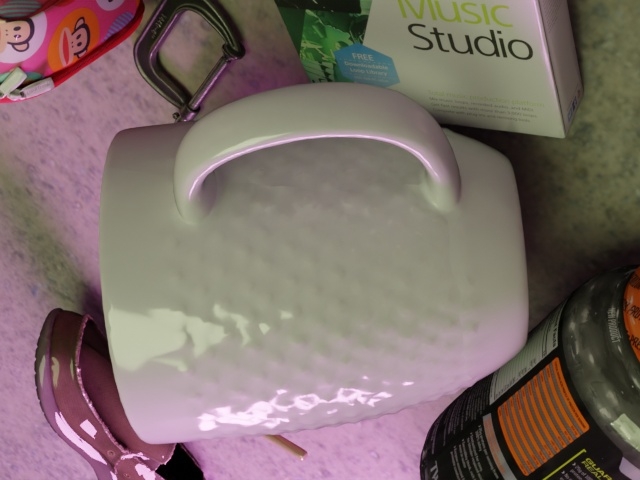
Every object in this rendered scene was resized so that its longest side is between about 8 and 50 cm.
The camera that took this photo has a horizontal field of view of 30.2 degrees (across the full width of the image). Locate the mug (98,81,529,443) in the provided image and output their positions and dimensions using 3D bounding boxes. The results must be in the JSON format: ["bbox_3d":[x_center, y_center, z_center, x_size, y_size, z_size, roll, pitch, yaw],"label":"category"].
[{"bbox_3d":[0.000,0.000,0.979,0.328,0.276,0.374,-5,149,3],"label":"mug"}]

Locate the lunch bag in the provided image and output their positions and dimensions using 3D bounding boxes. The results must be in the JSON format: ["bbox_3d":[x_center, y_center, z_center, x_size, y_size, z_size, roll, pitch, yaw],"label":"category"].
[{"bbox_3d":[-0.329,-0.239,1.067,0.293,0.258,0.120,23,133,16],"label":"lunch bag"}]

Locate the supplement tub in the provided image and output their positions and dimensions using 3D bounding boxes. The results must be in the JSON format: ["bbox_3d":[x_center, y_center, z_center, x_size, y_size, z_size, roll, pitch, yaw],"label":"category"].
[{"bbox_3d":[0.250,0.160,1.042,0.207,0.207,0.338,39,136,1],"label":"supplement tub"}]

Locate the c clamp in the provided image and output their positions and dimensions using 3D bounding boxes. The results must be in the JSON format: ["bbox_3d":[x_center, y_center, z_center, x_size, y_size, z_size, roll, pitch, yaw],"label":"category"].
[{"bbox_3d":[-0.121,-0.169,1.160,0.137,0.022,0.160,42,137,5],"label":"c clamp"}]

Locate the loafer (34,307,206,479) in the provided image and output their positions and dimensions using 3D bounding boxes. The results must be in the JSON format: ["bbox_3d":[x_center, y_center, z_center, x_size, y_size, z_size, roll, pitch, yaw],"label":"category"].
[{"bbox_3d":[-0.236,0.219,1.483,0.130,0.133,0.366,-12,129,13],"label":"loafer"}]

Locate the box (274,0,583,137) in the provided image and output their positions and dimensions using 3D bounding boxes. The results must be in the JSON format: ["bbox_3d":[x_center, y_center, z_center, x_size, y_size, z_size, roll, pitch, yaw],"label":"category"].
[{"bbox_3d":[0.064,-0.210,0.904,0.232,0.058,0.322,10,148,27],"label":"box"}]

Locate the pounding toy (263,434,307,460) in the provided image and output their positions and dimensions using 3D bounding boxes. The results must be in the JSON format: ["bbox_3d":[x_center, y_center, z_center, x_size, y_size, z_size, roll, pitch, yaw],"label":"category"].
[{"bbox_3d":[-0.050,0.151,1.320,0.181,0.094,0.206,49,144,-16],"label":"pounding toy"}]
